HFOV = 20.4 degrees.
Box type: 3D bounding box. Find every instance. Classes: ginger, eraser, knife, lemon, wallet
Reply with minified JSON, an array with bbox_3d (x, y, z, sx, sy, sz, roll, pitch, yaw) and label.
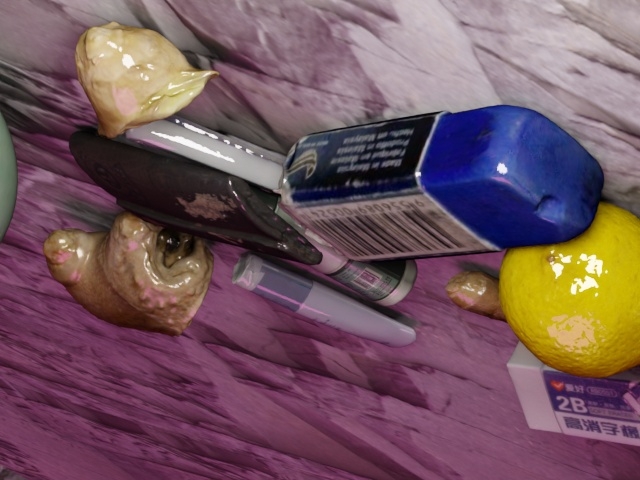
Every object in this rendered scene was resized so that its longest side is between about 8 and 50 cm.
[{"bbox_3d":[-0.248,0.035,2.292,0.221,0.130,0.275,28,154,1],"label":"ginger"},{"bbox_3d":[0.110,-0.055,1.794,0.155,0.101,0.332,36,153,-34],"label":"eraser"},{"bbox_3d":[0.347,0.190,2.212,0.210,0.068,0.124,5,135,34],"label":"eraser"},{"bbox_3d":[-0.089,-0.085,1.979,0.265,0.040,0.073,21,170,-7],"label":"knife"},{"bbox_3d":[0.275,0.051,1.817,0.178,0.178,0.203,3,156,36],"label":"lemon"},{"bbox_3d":[-0.149,-0.042,2.011,0.321,0.044,0.170,17,158,48],"label":"wallet"},{"bbox_3d":[-0.200,-0.166,1.812,0.122,0.115,0.193,47,160,-12],"label":"ginger"},{"bbox_3d":[0.254,0.081,2.079,0.214,0.059,0.133,24,167,-10],"label":"ginger"}]

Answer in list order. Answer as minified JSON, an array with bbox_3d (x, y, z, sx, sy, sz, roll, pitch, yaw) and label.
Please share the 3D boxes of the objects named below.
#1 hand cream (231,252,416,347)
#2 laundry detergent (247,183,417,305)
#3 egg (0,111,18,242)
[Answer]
[{"bbox_3d":[0.006,0.084,2.312,0.255,0.048,0.079,23,164,-20],"label":"hand cream"},{"bbox_3d":[0.000,0.000,2.064,0.226,0.070,0.099,28,180,-20],"label":"laundry detergent"},{"bbox_3d":[-0.478,-0.079,1.983,0.276,0.276,0.389,16,163,8],"label":"egg"}]
